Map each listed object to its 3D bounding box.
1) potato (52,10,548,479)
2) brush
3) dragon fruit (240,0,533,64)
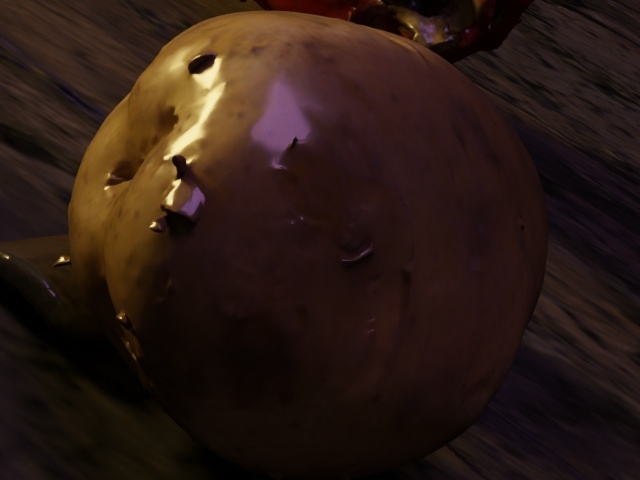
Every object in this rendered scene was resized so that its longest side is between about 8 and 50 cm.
[{"bbox_3d":[-0.002,-0.005,0.650,0.161,0.128,0.235,65,28,-14],"label":"potato"},{"bbox_3d":[-0.022,0.001,0.757,0.054,0.048,0.282,38,22,23],"label":"brush"},{"bbox_3d":[0.043,-0.184,1.107,0.210,0.205,0.268,25,27,-20],"label":"dragon fruit"}]
